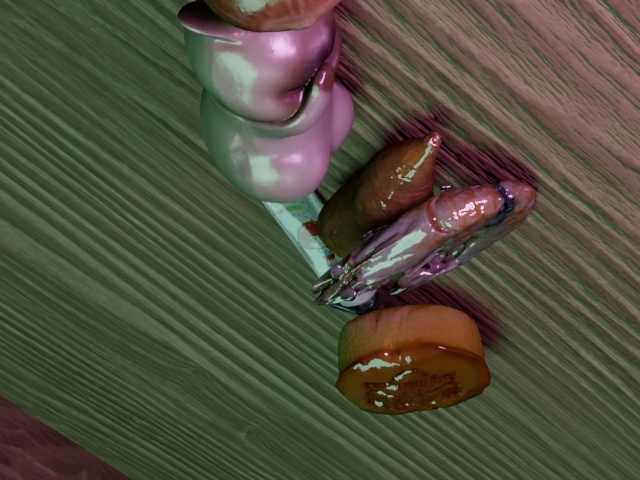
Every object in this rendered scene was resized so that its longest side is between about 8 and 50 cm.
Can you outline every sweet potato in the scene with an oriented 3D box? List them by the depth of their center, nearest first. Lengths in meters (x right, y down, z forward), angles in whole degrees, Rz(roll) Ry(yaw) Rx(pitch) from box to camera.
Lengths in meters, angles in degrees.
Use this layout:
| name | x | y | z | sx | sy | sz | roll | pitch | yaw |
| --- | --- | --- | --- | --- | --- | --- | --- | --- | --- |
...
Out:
| name | x | y | z | sx | sy | sz | roll | pitch | yaw |
| --- | --- | --- | --- | --- | --- | --- | --- | --- | --- |
| sweet potato | 0.109 | -0.067 | 2.016 | 0.131 | 0.131 | 0.336 | 30 | 153 | -11 |

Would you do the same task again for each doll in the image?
| name | x | y | z | sx | sy | sz | roll | pitch | yaw |
| --- | --- | --- | --- | --- | --- | --- | --- | --- | --- |
| doll | -0.065 | -0.207 | 1.818 | 0.226 | 0.215 | 0.370 | 34 | 156 | 15 |

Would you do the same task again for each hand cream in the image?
| name | x | y | z | sx | sy | sz | roll | pitch | yaw |
| --- | --- | --- | --- | --- | --- | --- | --- | --- | --- |
| hand cream | 0.000 | 0.000 | 2.286 | 0.121 | 0.076 | 0.336 | -6 | 133 | 40 |

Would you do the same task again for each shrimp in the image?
| name | x | y | z | sx | sy | sz | roll | pitch | yaw |
| --- | --- | --- | --- | --- | --- | --- | --- | --- | --- |
| shrimp | 0.151 | 0.015 | 1.998 | 0.360 | 0.085 | 0.247 | -27 | 158 | 6 |

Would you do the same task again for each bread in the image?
| name | x | y | z | sx | sy | sz | roll | pitch | yaw |
| --- | --- | --- | --- | --- | --- | --- | --- | --- | --- |
| bread | 0.155 | 0.211 | 2.358 | 0.269 | 0.148 | 0.270 | -4 | 150 | -2 |

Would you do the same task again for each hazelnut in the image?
| name | x | y | z | sx | sy | sz | roll | pitch | yaw |
| --- | --- | --- | --- | --- | --- | --- | --- | --- | --- |
| hazelnut | -0.053 | -0.342 | 1.595 | 0.214 | 0.214 | 0.176 | 15 | -172 | 17 |

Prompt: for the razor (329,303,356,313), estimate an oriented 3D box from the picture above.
| name | x | y | z | sx | sy | sz | roll | pitch | yaw |
| --- | --- | --- | --- | --- | --- | --- | --- | --- | --- |
| razor | 0.085 | 0.139 | 2.482 | 0.154 | 0.044 | 0.028 | 27 | 122 | -1 |
